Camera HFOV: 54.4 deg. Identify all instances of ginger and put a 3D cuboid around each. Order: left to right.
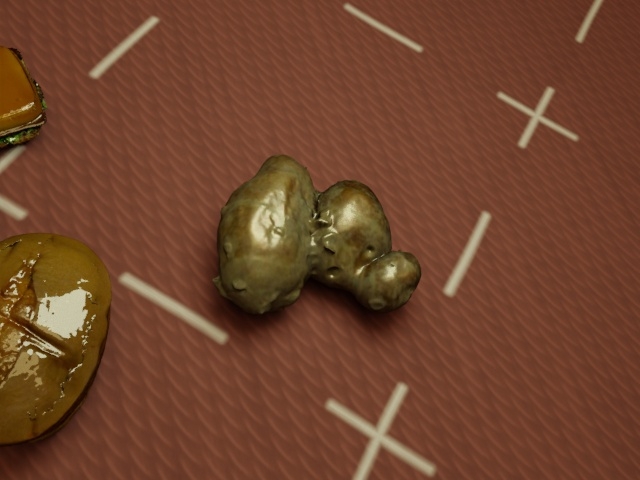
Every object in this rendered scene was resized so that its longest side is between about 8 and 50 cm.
[{"bbox_3d":[0.000,0.000,0.923,0.304,0.155,0.244,5,62,-9],"label":"ginger"}]

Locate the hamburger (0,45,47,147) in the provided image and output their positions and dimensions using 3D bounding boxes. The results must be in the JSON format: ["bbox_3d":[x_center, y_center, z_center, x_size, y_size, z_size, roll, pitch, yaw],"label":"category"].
[{"bbox_3d":[-0.498,-0.215,0.953,0.137,0.087,0.166,-21,70,-20],"label":"hamburger"}]

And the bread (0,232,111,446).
[{"bbox_3d":[-0.372,0.124,0.792,0.195,0.142,0.269,15,61,-5],"label":"bread"}]
